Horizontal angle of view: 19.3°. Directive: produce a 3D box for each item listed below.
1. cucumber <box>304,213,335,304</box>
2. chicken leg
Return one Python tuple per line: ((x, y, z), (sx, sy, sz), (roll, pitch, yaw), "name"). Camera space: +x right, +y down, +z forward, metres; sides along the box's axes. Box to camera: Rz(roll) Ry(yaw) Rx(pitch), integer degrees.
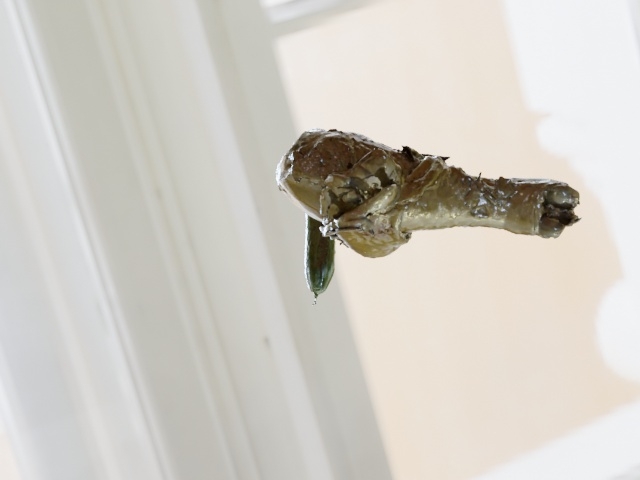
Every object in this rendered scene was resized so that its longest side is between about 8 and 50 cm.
((0.000, 0.000, 2.292), (0.039, 0.167, 0.039), (-1, 153, -1), "cucumber")
((0.066, -0.026, 1.258), (0.196, 0.080, 0.125), (9, 176, -25), "chicken leg")
